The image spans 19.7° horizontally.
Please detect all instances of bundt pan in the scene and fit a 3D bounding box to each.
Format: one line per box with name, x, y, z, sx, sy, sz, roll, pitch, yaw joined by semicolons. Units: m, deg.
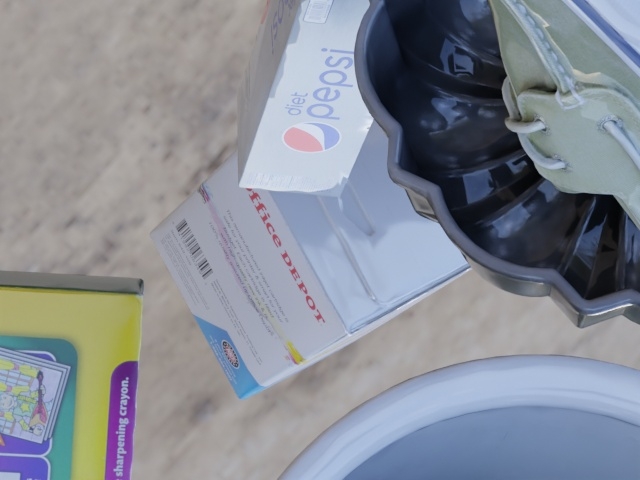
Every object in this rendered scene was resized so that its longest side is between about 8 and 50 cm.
bundt pan;0.183;-0.091;1.047;0.331;0.331;0.124;-44;163;-14

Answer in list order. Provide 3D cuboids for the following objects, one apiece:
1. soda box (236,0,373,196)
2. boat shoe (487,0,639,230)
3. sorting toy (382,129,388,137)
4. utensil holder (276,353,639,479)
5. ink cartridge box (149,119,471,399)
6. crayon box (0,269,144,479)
soda box;0.001;-0.146;1.433;0.091;0.098;0.286;4;152;-11
boat shoe;0.126;-0.057;0.751;0.094;0.109;0.302;-42;122;11
sorting toy;0.179;-0.202;1.501;0.229;0.041;0.307;10;116;-58
utensil holder;0.075;0.279;0.938;0.327;0.327;0.385;-38;167;-25
ink cartridge box;0.000;0.000;1.764;0.197;0.198;0.270;-27;175;-29
crayon box;-0.314;0.205;1.522;0.106;0.313;0.363;-131;-135;-82
